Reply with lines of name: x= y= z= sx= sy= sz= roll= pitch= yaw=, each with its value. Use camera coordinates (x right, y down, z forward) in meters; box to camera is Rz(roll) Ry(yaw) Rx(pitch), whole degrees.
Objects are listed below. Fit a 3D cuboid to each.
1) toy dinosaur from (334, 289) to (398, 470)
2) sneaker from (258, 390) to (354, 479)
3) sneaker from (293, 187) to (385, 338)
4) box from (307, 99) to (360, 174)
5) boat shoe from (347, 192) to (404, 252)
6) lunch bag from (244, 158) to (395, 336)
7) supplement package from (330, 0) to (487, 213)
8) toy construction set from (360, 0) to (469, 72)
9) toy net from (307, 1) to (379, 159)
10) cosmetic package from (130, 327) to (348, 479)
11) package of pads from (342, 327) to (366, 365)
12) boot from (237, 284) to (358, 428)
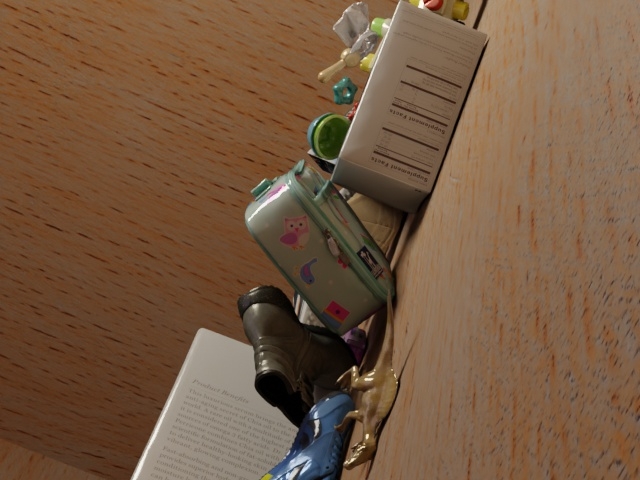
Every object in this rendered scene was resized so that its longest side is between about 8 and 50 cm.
toy dinosaur: x=0.056 y=0.149 z=1.230 sx=0.092 sy=0.053 sz=0.183 roll=-31 pitch=43 yaw=62
sneaker: x=0.000 y=0.262 z=1.424 sx=0.209 sy=0.082 sz=0.069 roll=-50 pitch=-47 yaw=-39
sneaker: x=0.027 y=0.050 z=2.030 sx=0.127 sy=0.126 sz=0.321 roll=179 pitch=111 yaw=-83
box: x=0.083 y=-0.162 z=1.908 sx=0.159 sy=0.044 sz=0.233 roll=-46 pitch=22 yaw=-6
boat shoe: x=0.080 y=-0.034 z=1.906 sx=0.092 sy=0.102 sz=0.285 roll=95 pitch=-160 yaw=-58
lunch bag: x=0.000 y=0.000 z=1.632 sx=0.108 sy=0.224 sz=0.279 roll=-35 pitch=6 yaw=6
supplement package: x=0.121 y=-0.182 z=1.703 sx=0.139 sy=0.133 sz=0.244 roll=113 pitch=179 yaw=-76
toy construction set: x=0.186 y=-0.383 z=1.918 sx=0.328 sy=0.151 sz=0.215 roll=-61 pitch=-22 yaw=8
toy net: x=0.050 y=-0.228 z=1.780 sx=0.045 sy=0.122 sz=0.232 roll=24 pitch=100 yaw=47
cosmetic package: x=-0.130 y=0.340 z=1.558 sx=0.453 sy=0.230 sz=0.162 roll=-69 pitch=0 yaw=-53
package of pads: x=0.044 y=0.154 z=1.719 sx=0.083 sy=0.032 sz=0.050 roll=-76 pitch=4 yaw=-80
boot: x=-0.024 y=0.178 z=1.551 sx=0.083 sy=0.246 sz=0.161 roll=-29 pitch=48 yaw=18
